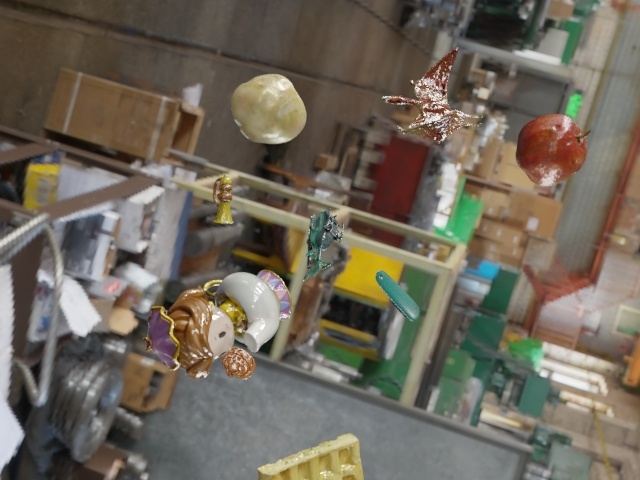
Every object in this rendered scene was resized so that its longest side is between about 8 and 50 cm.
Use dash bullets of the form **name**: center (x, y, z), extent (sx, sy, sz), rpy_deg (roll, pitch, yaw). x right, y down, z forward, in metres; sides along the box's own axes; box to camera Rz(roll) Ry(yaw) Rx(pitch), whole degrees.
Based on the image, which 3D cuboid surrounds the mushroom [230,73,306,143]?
- **mushroom**: center (-0.099, -0.247, 1.742), extent (0.112, 0.148, 0.148), rpy_deg (-91, -170, -60)

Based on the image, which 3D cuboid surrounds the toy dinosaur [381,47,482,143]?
- **toy dinosaur**: center (0.250, -0.302, 1.911), extent (0.327, 0.207, 0.112), rpy_deg (-33, 148, -48)

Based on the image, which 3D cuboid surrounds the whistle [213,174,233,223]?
- **whistle**: center (-0.216, -0.092, 2.056), extent (0.057, 0.046, 0.109), rpy_deg (-175, -94, -79)

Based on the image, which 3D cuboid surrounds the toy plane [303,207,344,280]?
- **toy plane**: center (0.000, 0.000, 2.227), extent (0.060, 0.096, 0.235), rpy_deg (46, 31, -29)

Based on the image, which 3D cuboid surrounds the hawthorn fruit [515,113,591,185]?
- **hawthorn fruit**: center (0.603, -0.237, 2.344), extent (0.179, 0.201, 0.179), rpy_deg (28, 53, -45)

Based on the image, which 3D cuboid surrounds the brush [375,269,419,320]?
- **brush**: center (0.171, 0.127, 2.129), extent (0.193, 0.032, 0.043), rpy_deg (45, 61, -37)

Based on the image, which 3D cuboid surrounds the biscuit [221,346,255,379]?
- **biscuit**: center (-0.213, 0.317, 2.356), extent (0.078, 0.091, 0.015), rpy_deg (-55, 175, -19)

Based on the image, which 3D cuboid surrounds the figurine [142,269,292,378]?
- **figurine**: center (-0.180, 0.143, 1.598), extent (0.264, 0.190, 0.142), rpy_deg (-25, 130, -36)

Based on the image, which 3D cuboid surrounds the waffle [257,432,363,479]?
- **waffle**: center (-0.015, 0.583, 2.207), extent (0.274, 0.057, 0.167), rpy_deg (-14, 104, -29)
